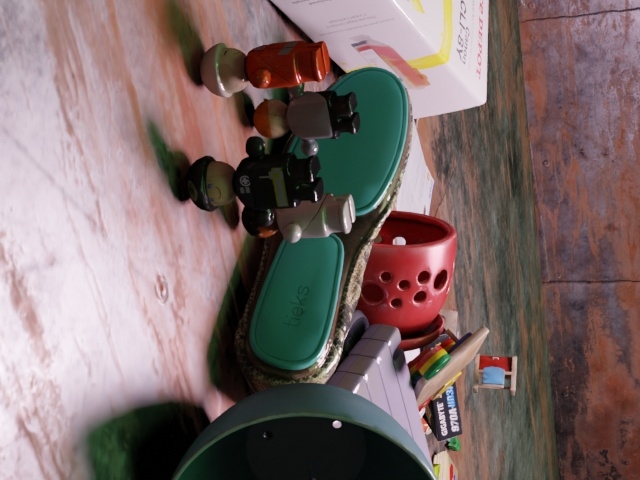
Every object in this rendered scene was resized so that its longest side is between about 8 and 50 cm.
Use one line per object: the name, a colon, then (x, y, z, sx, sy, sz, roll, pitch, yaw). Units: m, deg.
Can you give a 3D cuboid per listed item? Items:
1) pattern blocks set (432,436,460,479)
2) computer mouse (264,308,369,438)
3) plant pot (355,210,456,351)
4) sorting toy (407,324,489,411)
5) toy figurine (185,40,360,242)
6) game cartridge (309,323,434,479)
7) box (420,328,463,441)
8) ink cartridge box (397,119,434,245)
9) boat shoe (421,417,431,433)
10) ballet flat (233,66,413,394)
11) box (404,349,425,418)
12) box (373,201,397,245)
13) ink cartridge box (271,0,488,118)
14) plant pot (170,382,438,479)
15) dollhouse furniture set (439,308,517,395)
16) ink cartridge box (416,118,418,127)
pattern blocks set: (0.257, 0.550, 2.146, 0.285, 0.026, 0.325, 67, 29, -47)
computer mouse: (-0.014, 0.208, 1.360, 0.272, 0.072, 0.188, -65, 152, -27)
plant pot: (0.101, 0.059, 1.503, 0.191, 0.191, 0.174, -45, 139, -63)
sorting toy: (0.173, 0.181, 1.495, 0.132, 0.046, 0.274, -37, 162, -18)
toy figurine: (-0.050, -0.107, 1.153, 0.209, 0.148, 0.213, 41, 49, -67)
game cartridge: (0.073, 0.322, 1.386, 0.230, 0.068, 0.355, -43, 128, -43)
box: (0.187, 0.218, 1.807, 0.175, 0.051, 0.220, -123, -161, -60)
ink cartridge box: (0.154, -0.082, 1.857, 0.224, 0.045, 0.223, 63, 33, -53)
boat shoe: (0.206, 0.356, 1.990, 0.137, 0.043, 0.049, 10, 82, -69)
ballet flat: (0.000, 0.000, 1.318, 0.182, 0.164, 0.483, 98, 8, -61)
box: (0.084, 0.250, 1.588, 0.290, 0.087, 0.169, -41, 127, -64)
box: (0.084, -0.134, 1.639, 0.063, 0.067, 0.324, 0, 90, -70)
ink cartridge box: (0.102, -0.383, 1.459, 0.384, 0.160, 0.279, 33, 56, -53)
plant pot: (-0.017, 0.266, 1.081, 0.195, 0.290, 0.290, -91, 173, -71)
dollhouse furniture set: (0.295, 0.219, 2.004, 0.129, 0.183, 0.129, 72, 24, -64)
ink cartridge box: (0.191, -0.364, 1.998, 0.225, 0.056, 0.181, 95, 9, -48)
